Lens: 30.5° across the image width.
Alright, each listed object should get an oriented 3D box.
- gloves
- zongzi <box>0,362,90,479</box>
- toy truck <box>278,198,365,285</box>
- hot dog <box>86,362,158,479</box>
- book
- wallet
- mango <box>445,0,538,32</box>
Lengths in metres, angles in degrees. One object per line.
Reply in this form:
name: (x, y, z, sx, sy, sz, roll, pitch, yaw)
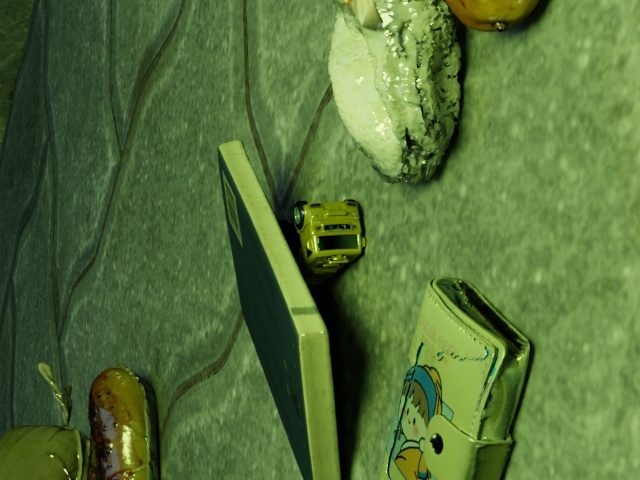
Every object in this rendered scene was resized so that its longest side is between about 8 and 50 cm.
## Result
gloves: (0.055, -0.111, 0.774, 0.114, 0.070, 0.153, 25, 122, 59)
zongzi: (-0.471, 0.404, 1.456, 0.218, 0.467, 0.499, 3, 87, 47)
toy truck: (0.000, 0.000, 0.916, 0.083, 0.049, 0.054, 139, 125, -64)
hot dog: (-0.242, 0.285, 1.408, 0.162, 0.082, 0.270, 127, 141, -55)
book: (-0.034, 0.065, 0.940, 0.269, 0.025, 0.190, -117, 17, -52)
wallet: (0.075, 0.112, 0.718, 0.110, 0.039, 0.155, -131, 49, -62)
mango: (0.098, -0.174, 0.697, 0.080, 0.060, 0.114, 94, 168, -55)
